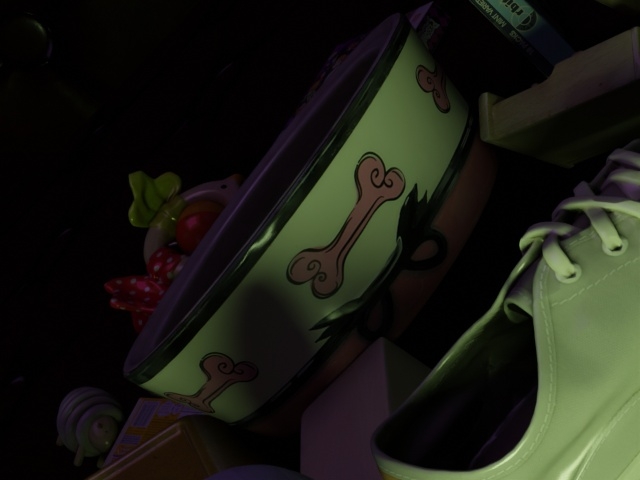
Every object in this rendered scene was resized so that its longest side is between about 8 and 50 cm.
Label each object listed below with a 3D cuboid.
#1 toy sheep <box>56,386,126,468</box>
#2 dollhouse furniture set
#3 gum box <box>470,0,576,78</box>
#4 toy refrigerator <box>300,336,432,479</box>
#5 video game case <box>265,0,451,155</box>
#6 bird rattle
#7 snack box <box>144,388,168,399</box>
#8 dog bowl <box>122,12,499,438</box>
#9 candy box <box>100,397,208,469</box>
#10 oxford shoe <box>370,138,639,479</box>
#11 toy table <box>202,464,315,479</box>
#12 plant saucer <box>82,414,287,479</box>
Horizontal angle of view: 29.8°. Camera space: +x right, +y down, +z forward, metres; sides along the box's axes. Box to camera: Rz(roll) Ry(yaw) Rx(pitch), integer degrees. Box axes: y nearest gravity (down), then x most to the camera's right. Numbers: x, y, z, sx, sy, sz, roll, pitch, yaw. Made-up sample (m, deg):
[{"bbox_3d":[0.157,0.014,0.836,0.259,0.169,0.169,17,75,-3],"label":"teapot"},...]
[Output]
[{"bbox_3d":[-0.281,0.222,1.467,0.132,0.091,0.091,26,77,49],"label":"toy sheep"},{"bbox_3d":[0.223,-0.205,1.004,0.161,0.212,0.242,-22,62,49],"label":"dollhouse furniture set"},{"bbox_3d":[0.183,-0.260,1.234,0.041,0.157,0.184,-41,22,21],"label":"gum box"},{"bbox_3d":[0.051,0.196,0.840,0.102,0.094,0.269,-47,19,22],"label":"toy refrigerator"},{"bbox_3d":[0.045,-0.194,1.559,0.232,0.042,0.210,-11,43,59],"label":"video game case"},{"bbox_3d":[-0.184,-0.002,1.597,0.207,0.143,0.253,-24,33,19],"label":"bird rattle"},{"bbox_3d":[-0.110,0.098,1.349,0.207,0.070,0.174,-12,44,60],"label":"snack box"},{"bbox_3d":[0.000,0.000,1.091,0.408,0.150,0.408,-50,9,11],"label":"dog bowl"},{"bbox_3d":[-0.177,0.225,1.329,0.206,0.027,0.105,-10,50,59],"label":"candy box"},{"bbox_3d":[0.192,0.013,0.709,0.449,0.130,0.169,-50,18,-5],"label":"oxford shoe"},{"bbox_3d":[0.005,0.266,0.595,0.252,0.274,0.161,-31,28,-19],"label":"toy table"},{"bbox_3d":[-0.171,0.278,1.015,0.333,0.081,0.333,-33,19,-7],"label":"plant saucer"}]
